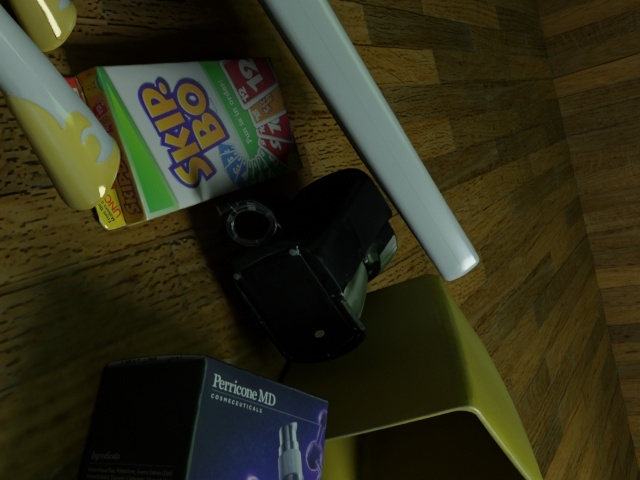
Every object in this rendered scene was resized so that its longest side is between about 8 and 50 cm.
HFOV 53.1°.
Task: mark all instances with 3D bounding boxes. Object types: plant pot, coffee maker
[{"bbox_3d":[0.086,0.163,0.666,0.212,0.212,0.187,51,29,-36],"label":"plant pot"},{"bbox_3d":[0.000,0.000,0.626,0.178,0.120,0.171,-59,144,-55],"label":"coffee maker"}]

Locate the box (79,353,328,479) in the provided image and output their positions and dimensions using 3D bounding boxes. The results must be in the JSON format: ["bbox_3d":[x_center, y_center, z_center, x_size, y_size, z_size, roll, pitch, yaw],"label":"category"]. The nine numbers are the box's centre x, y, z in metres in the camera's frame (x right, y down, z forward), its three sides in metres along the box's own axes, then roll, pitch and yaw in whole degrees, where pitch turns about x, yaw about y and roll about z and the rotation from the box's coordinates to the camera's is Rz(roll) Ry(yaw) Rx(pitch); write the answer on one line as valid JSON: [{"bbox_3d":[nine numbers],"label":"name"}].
[{"bbox_3d":[-0.086,0.201,0.462,0.153,0.108,0.207,33,55,-47],"label":"box"}]

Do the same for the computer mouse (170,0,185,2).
[{"bbox_3d":[-0.105,-0.275,0.635,0.242,0.041,0.071,-29,104,-56],"label":"computer mouse"}]

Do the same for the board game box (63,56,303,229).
[{"bbox_3d":[-0.111,-0.100,0.585,0.259,0.039,0.124,-27,103,-53],"label":"board game box"}]

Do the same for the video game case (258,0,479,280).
[{"bbox_3d":[0.001,-0.155,0.545,0.329,0.036,0.300,54,7,-25],"label":"video game case"}]

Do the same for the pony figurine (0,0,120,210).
[{"bbox_3d":[-0.209,-0.228,0.299,0.363,0.303,0.351,46,52,-61],"label":"pony figurine"}]
